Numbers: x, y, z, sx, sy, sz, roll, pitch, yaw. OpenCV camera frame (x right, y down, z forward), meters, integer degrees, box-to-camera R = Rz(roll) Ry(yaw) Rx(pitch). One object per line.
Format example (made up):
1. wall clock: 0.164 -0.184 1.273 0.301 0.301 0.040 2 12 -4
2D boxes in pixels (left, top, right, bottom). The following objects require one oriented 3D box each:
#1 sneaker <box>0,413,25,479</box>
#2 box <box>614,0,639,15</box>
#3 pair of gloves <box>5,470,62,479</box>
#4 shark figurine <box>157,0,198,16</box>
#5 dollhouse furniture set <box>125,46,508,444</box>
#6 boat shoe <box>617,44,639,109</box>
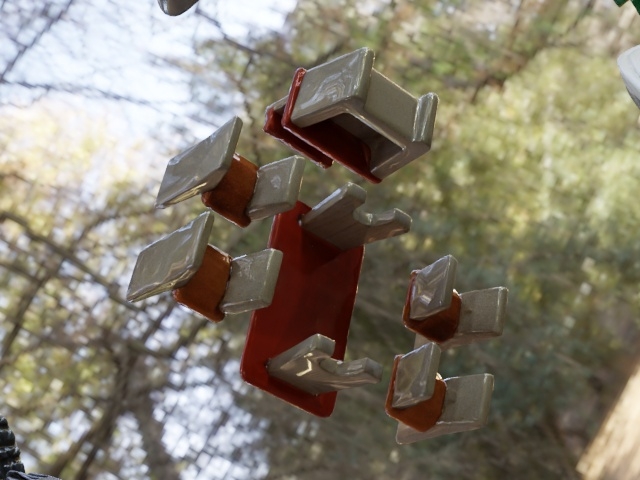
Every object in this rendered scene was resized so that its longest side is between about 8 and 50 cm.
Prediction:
1. sneaker: -0.331 0.259 1.238 0.122 0.283 0.110 -28 4 41
2. box: 0.203 -0.240 0.876 0.105 0.179 0.043 -36 9 29
3. pair of gloves: -0.223 0.189 0.985 0.083 0.074 0.010 -6 -77 -64
4. shark figurine: -0.036 -0.159 0.346 0.166 0.116 0.278 -57 -21 3
5. dollhouse furniture set: 0.000 0.000 0.967 0.135 0.262 0.259 -24 44 47
6. boat shoe: 0.348 -0.088 1.082 0.109 0.305 0.091 -25 -58 -11
